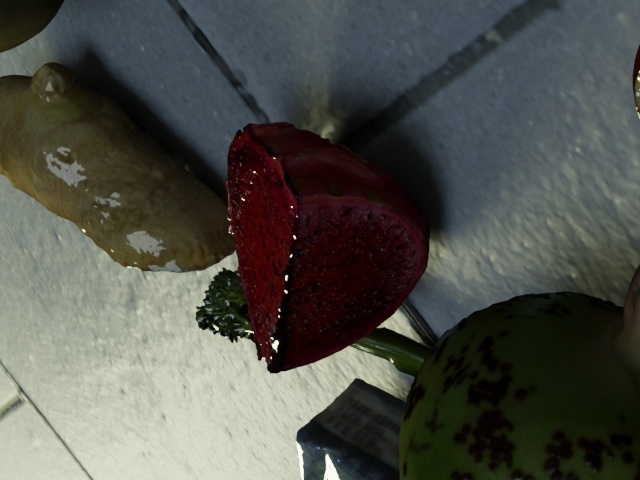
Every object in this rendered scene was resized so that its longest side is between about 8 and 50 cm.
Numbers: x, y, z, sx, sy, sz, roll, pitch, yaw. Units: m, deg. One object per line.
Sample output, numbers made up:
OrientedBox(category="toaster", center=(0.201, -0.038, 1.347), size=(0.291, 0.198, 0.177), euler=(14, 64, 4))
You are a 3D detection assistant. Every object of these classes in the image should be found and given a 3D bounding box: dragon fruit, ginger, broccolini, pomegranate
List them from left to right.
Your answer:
OrientedBox(category="ginger", center=(-0.226, -0.070, 1.561), size=(0.354, 0.126, 0.190), euler=(35, 135, 21))
OrientedBox(category="dragon fruit", center=(0.000, 0.000, 1.325), size=(0.189, 0.163, 0.262), euler=(12, 138, -1))
OrientedBox(category="broccolini", center=(0.031, 0.106, 1.474), size=(0.392, 0.074, 0.079), euler=(20, 96, 39))
OrientedBox(category="pomegranate", center=(0.214, 0.126, 1.105), size=(0.285, 0.285, 0.341), euler=(39, 117, 19))

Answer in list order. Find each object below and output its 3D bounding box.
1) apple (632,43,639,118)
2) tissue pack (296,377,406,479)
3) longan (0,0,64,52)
OrientedBox(category="apple", center=(0.272, -0.088, 0.880), size=(0.158, 0.147, 0.156), euler=(44, 117, -6))
OrientedBox(category="tissue pack", center=(0.163, 0.336, 1.472), size=(0.394, 0.124, 0.288), euler=(28, 144, 33))
OrientedBox(category="longan", center=(-0.330, -0.284, 1.390), size=(0.215, 0.246, 0.246), euler=(62, 149, 7))
